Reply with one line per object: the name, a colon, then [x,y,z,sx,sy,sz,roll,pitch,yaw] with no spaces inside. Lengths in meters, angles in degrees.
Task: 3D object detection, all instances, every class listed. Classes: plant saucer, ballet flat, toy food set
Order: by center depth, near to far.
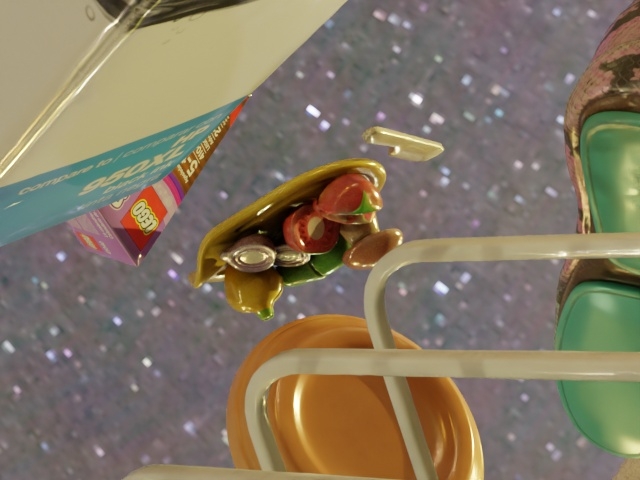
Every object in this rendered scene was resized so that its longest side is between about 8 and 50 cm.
ballet flat: [0.128,-0.004,0.599,0.079,0.077,0.221,-61,-25,-31]
plant saucer: [0.032,0.136,1.145,0.200,0.200,0.037,-13,-24,-35]
toy food set: [0.000,0.000,1.263,0.218,0.071,0.128,-32,-20,17]

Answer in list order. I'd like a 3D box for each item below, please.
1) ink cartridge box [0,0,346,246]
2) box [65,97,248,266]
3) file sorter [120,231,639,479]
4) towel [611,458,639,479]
ink cartridge box: [-0.092,-0.206,0.609,0.166,0.285,0.395,-24,-9,-42]
box: [-0.152,-0.146,1.133,0.201,0.057,0.293,-59,-34,-24]
file sorter: [0.028,0.134,0.414,0.278,0.193,0.173,-39,-63,-43]
towel: [0.324,0.150,1.023,0.187,0.282,0.049,-53,-50,-10]
